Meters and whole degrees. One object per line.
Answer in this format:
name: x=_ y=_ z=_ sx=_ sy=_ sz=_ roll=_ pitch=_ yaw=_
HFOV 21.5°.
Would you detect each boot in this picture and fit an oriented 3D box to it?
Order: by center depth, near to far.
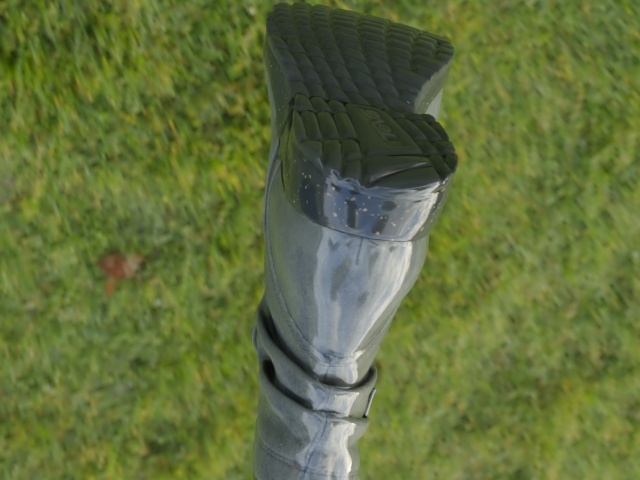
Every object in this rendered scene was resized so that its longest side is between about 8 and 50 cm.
boot: x=0.000 y=0.000 z=0.715 sx=0.083 sy=0.246 sz=0.161 roll=12 pitch=114 yaw=-3
